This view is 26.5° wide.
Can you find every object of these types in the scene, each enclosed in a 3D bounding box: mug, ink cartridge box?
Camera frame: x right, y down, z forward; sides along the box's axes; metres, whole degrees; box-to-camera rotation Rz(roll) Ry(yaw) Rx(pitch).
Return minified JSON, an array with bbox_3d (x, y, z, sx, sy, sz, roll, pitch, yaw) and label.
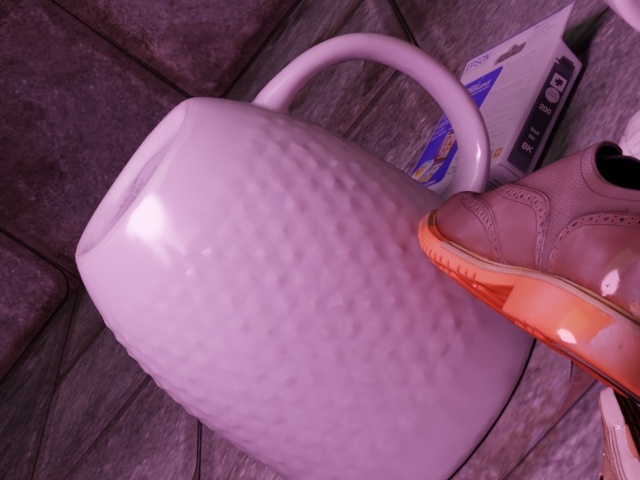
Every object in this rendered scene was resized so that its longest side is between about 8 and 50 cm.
[{"bbox_3d":[0.000,0.000,1.162,0.374,0.328,0.276,-57,17,-7],"label":"mug"},{"bbox_3d":[0.181,-0.128,1.411,0.206,0.045,0.208,-22,37,62],"label":"ink cartridge box"}]

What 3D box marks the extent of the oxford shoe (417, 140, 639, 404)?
[{"bbox_3d":[0.171,0.004,0.915,0.132,0.130,0.364,-56,18,1],"label":"oxford shoe"}]

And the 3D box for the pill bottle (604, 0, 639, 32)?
[{"bbox_3d":[0.295,-0.265,1.213,0.131,0.131,0.229,-50,17,16],"label":"pill bottle"}]

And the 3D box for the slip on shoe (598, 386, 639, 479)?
[{"bbox_3d":[0.191,0.142,0.848,0.041,0.051,0.135,-42,27,20],"label":"slip on shoe"}]

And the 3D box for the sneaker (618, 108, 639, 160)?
[{"bbox_3d":[0.292,-0.092,0.906,0.305,0.114,0.152,-29,31,57],"label":"sneaker"}]
